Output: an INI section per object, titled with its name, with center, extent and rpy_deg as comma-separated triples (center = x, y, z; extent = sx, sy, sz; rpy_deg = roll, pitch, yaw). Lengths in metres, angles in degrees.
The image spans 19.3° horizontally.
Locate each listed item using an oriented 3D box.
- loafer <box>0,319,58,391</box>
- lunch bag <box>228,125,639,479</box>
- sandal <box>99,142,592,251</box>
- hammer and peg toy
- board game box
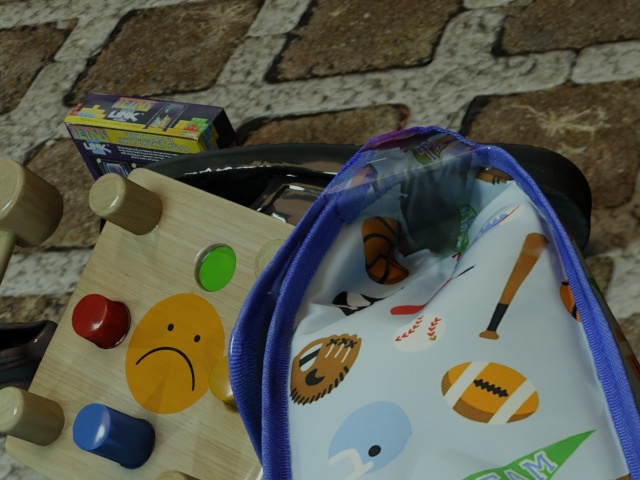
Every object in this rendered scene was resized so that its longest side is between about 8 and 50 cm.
[loafer]
center = -0.322, 0.099, 1.655
extent = 0.302, 0.095, 0.109
rpy_deg = 2, 43, 32
[lunch bag]
center = 0.097, 0.162, 1.067
extent = 0.239, 0.328, 0.385
rpy_deg = -16, 37, 9
[sandal]
center = 0.000, -0.001, 1.559
extent = 0.445, 0.167, 0.107
rpy_deg = -4, 57, 26
[hammer and peg toy]
center = -0.146, 0.082, 1.461
extent = 0.361, 0.127, 0.266
rpy_deg = 20, 84, 38
[board game box]
center = -0.137, -0.063, 1.725
extent = 0.170, 0.141, 0.048
rpy_deg = 10, 47, 38
